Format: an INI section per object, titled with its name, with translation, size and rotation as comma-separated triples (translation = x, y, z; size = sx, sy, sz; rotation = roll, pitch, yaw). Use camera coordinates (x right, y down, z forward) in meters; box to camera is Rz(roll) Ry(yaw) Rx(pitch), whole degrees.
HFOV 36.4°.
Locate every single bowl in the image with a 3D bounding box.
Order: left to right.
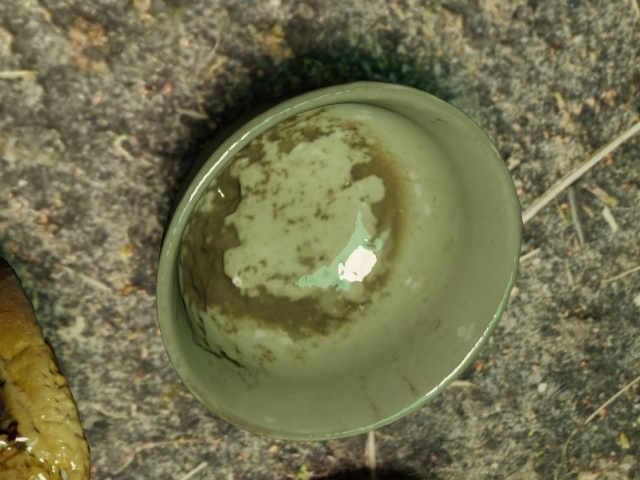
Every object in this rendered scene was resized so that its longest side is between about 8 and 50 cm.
[bowl]
translation = 0.000, 0.000, 0.772
size = 0.289, 0.146, 0.289
rotation = -8, 115, -17

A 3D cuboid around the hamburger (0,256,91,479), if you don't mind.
[hamburger]
translation = -0.290, 0.167, 0.684
size = 0.195, 0.277, 0.318
rotation = 4, 109, -31
